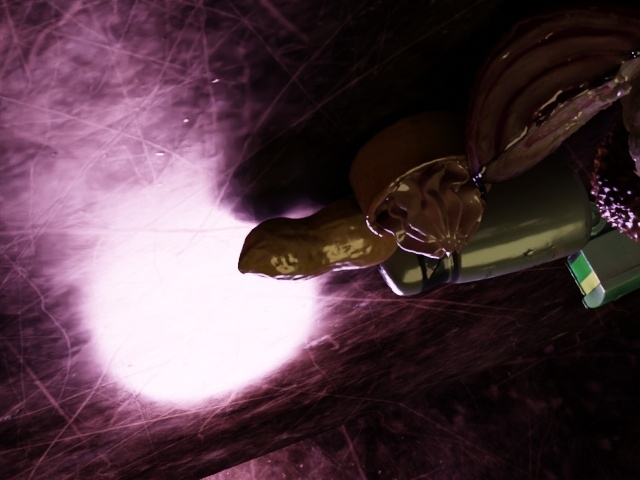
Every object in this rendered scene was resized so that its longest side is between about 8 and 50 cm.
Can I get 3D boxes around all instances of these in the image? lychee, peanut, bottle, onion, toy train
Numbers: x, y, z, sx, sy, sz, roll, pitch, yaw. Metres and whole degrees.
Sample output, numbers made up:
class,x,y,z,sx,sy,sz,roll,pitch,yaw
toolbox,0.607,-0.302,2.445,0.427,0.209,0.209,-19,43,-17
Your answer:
class,x,y,z,sx,sy,sz,roll,pitch,yaw
lychee,0.550,-0.106,1.755,0.236,0.236,0.271,-21,180,-15
peanut,0.000,0.000,1.526,0.263,0.101,0.117,-14,132,-24
bottle,0.240,-0.016,1.689,0.347,0.168,0.168,-17,159,-12
onion,0.292,-0.199,1.342,0.314,0.146,0.280,-43,170,18
toy train,0.601,-0.008,2.091,0.301,0.202,0.120,-23,165,-10

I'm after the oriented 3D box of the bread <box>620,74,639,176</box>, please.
class,x,y,z,sx,sy,sz,roll,pitch,yaw
bread,0.568,-0.214,1.486,0.279,0.225,0.250,-12,163,-15

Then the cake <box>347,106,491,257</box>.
class,x,y,z,sx,sy,sz,roll,pitch,yaw
cake,0.152,-0.061,1.447,0.185,0.178,0.207,-35,161,21
